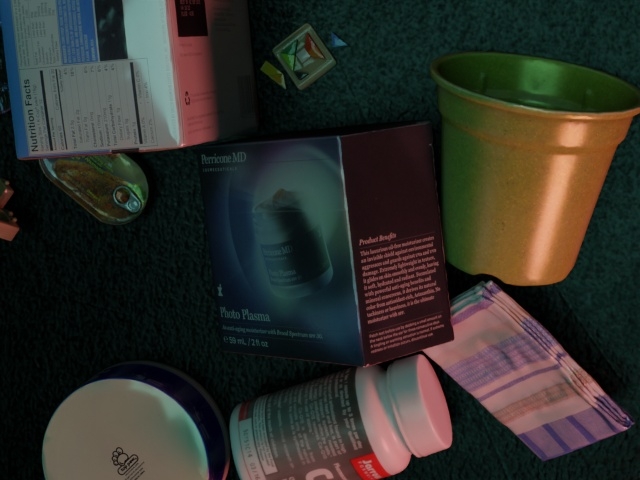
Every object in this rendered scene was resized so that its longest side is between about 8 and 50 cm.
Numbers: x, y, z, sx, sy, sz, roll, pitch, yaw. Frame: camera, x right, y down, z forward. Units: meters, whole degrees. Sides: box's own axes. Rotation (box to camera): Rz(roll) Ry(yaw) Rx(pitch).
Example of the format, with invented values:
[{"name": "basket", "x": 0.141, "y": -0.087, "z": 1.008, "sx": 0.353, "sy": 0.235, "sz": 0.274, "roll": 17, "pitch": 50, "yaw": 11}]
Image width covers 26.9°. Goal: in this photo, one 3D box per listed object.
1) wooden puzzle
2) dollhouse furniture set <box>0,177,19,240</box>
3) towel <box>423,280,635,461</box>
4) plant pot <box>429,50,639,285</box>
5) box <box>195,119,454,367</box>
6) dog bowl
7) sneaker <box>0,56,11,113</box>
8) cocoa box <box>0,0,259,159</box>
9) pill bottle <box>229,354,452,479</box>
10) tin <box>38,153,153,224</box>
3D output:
[{"name": "wooden puzzle", "x": -0.024, "y": -0.259, "z": 1.895, "sx": 0.116, "sy": 0.014, "sz": 0.078, "roll": -43, "pitch": 87, "yaw": 14}, {"name": "dollhouse furniture set", "x": -0.503, "y": -0.107, "z": 1.959, "sx": 0.123, "sy": 0.144, "sz": 0.151, "roll": -53, "pitch": 49, "yaw": 14}, {"name": "towel", "x": 0.262, "y": 0.183, "z": 1.804, "sx": 0.285, "sy": 0.034, "sz": 0.209, "roll": 43, "pitch": 144, "yaw": -7}, {"name": "plant pot", "x": 0.263, "y": -0.089, "z": 1.747, "sx": 0.276, "sy": 0.276, "sz": 0.254, "roll": 11, "pitch": 112, "yaw": 11}, {"name": "box", "x": 0.000, "y": 0.000, "z": 1.778, "sx": 0.296, "sy": 0.183, "sz": 0.294, "roll": 0, "pitch": 98, "yaw": 48}, {"name": "dog bowl", "x": -0.274, "y": 0.317, "z": 1.987, "sx": 0.265, "sy": 0.104, "sz": 0.265, "roll": 2, "pitch": 98, "yaw": 12}, {"name": "sneaker", "x": -0.419, "y": -0.245, "z": 1.954, "sx": 0.221, "sy": 0.087, "sz": 0.083, "roll": -22, "pitch": 85, "yaw": 32}, {"name": "cocoa box", "x": -0.244, "y": -0.238, "z": 1.775, "sx": 0.228, "sy": 0.347, "sz": 0.231, "roll": -4, "pitch": 98, "yaw": 14}, {"name": "pill bottle", "x": 0.030, "y": 0.267, "z": 1.881, "sx": 0.283, "sy": 0.161, "sz": 0.161, "roll": -19, "pitch": 93, "yaw": 15}, {"name": "tin", "x": -0.331, "y": -0.104, "z": 1.976, "sx": 0.190, "sy": 0.040, "sz": 0.106, "roll": 40, "pitch": 108, "yaw": 5}]
